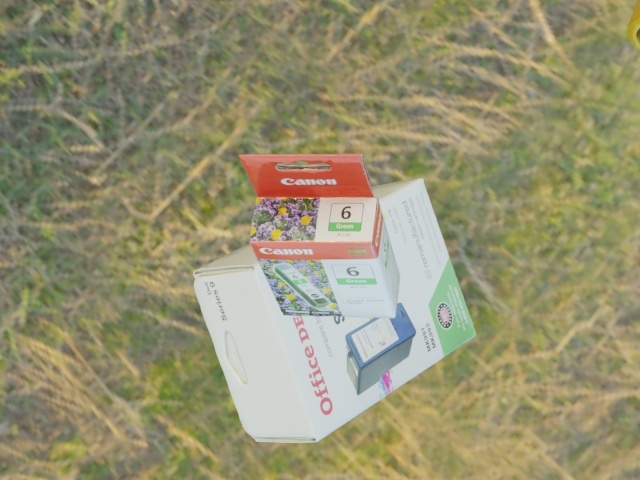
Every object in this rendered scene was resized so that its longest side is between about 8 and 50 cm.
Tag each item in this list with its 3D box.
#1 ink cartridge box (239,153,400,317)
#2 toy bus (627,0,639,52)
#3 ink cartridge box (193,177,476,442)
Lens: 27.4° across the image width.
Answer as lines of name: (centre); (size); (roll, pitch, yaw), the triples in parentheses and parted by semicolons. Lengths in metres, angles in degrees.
ink cartridge box: (0.000, 0.000, 0.649); (0.115, 0.062, 0.029); (69, 25, -57)
toy bus: (0.303, -0.216, 0.997); (0.202, 0.191, 0.104); (-13, 170, -31)
ink cartridge box: (0.015, 0.056, 1.106); (0.212, 0.093, 0.154); (-26, 101, -39)
